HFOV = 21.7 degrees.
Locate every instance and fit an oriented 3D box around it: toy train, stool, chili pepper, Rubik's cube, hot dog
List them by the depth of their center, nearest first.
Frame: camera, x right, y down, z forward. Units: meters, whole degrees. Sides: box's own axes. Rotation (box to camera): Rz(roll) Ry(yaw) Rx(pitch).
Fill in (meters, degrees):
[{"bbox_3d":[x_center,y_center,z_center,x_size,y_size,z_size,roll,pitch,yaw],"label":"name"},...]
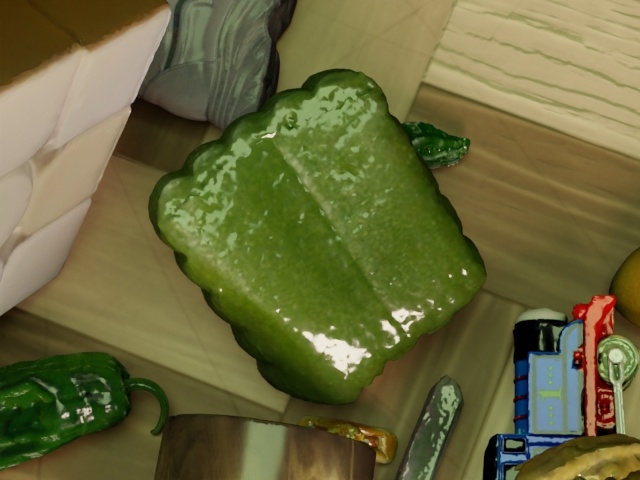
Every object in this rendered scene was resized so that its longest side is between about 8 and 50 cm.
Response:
[{"bbox_3d":[-0.384,-0.107,1.310,0.344,0.347,0.346,40,40,10],"label":"Rubik's cube"},{"bbox_3d":[-0.061,0.283,1.331,0.179,0.179,0.264,8,74,6],"label":"stool"},{"bbox_3d":[0.202,0.152,1.402,0.131,0.083,0.204,1,74,6],"label":"toy train"},{"bbox_3d":[0.021,0.170,1.433,0.090,0.034,0.030,9,76,5],"label":"hot dog"},{"bbox_3d":[-0.263,0.157,1.440,0.257,0.074,0.100,-22,77,2],"label":"chili pepper"},{"bbox_3d":[0.027,-0.058,1.492,0.227,0.059,0.088,-14,96,-7],"label":"chili pepper"}]

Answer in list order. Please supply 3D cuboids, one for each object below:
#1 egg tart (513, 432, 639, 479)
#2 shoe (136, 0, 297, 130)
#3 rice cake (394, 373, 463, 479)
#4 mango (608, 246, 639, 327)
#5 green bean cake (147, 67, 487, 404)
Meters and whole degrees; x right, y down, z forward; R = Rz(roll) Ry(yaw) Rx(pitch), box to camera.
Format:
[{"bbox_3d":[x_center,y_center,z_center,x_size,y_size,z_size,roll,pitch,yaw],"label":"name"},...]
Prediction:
[{"bbox_3d":[0.231,0.289,1.283,0.291,0.107,0.291,-4,98,-31],"label":"egg tart"},{"bbox_3d":[-0.095,-0.220,1.522,0.137,0.095,0.245,11,81,4],"label":"shoe"},{"bbox_3d":[0.076,0.213,1.413,0.036,0.047,0.207,23,78,-6],"label":"rice cake"},{"bbox_3d":[0.335,0.039,1.423,0.163,0.089,0.111,22,77,18],"label":"mango"},{"bbox_3d":[0.000,0.000,1.406,0.222,0.125,0.248,-34,98,-5],"label":"green bean cake"}]
